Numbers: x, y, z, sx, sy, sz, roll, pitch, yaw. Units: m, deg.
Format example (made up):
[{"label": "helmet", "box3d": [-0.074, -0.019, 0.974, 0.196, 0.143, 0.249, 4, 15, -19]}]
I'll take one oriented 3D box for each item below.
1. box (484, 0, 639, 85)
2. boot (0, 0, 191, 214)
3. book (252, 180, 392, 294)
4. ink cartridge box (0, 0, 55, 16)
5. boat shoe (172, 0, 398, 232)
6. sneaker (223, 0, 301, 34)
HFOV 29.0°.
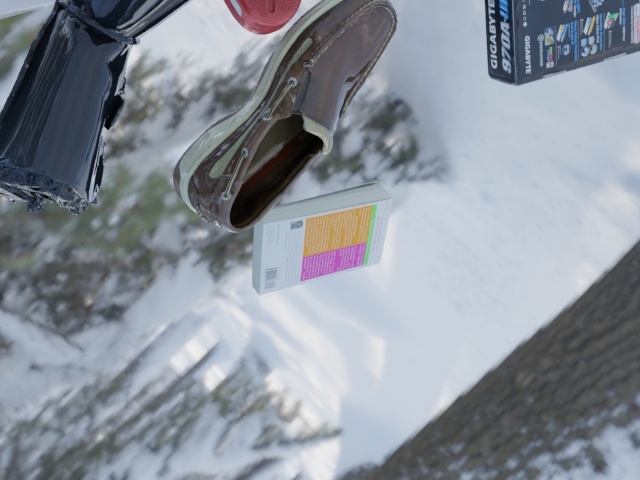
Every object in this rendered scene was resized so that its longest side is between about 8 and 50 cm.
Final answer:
[{"label": "box", "box3d": [0.243, -0.278, 1.216, 0.051, 0.175, 0.220, 32, 134, 55]}, {"label": "boot", "box3d": [-0.142, -0.123, 0.831, 0.094, 0.207, 0.246, 25, 163, -25]}, {"label": "book", "box3d": [0.000, 0.000, 1.289, 0.035, 0.144, 0.096, 52, 146, 44]}, {"label": "ink cartridge box", "box3d": [-0.394, -0.178, 1.006, 0.175, 0.371, 0.069, -8, 106, 26]}, {"label": "boat shoe", "box3d": [-0.012, -0.109, 1.089, 0.095, 0.257, 0.095, 38, -176, -46]}, {"label": "sneaker", "box3d": [-0.081, -0.245, 1.117, 0.128, 0.087, 0.221, 123, 142, -49]}]
